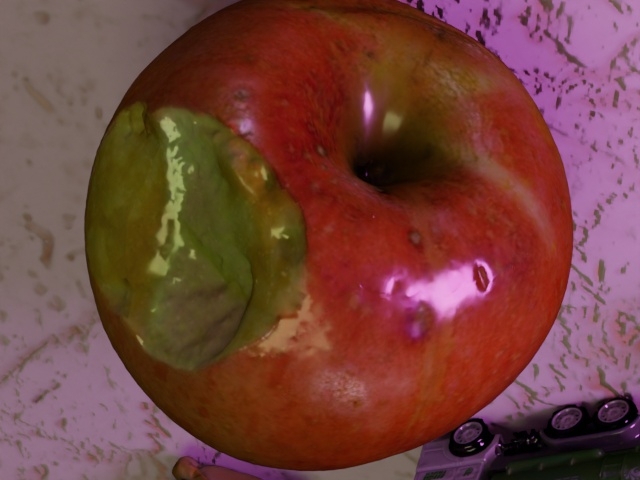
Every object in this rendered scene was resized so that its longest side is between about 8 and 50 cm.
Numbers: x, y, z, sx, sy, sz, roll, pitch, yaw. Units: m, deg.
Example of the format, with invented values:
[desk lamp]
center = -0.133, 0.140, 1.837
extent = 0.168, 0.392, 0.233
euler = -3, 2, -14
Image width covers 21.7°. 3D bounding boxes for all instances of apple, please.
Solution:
[apple]
center = 0.000, 0.000, 1.160
extent = 0.339, 0.340, 0.340
euler = 10, 129, 12

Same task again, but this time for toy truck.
[toy truck]
center = 0.194, 0.214, 1.390
extent = 0.242, 0.125, 0.101
euler = -12, 122, 28

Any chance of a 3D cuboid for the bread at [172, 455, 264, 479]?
[bread]
center = -0.103, 0.297, 1.587
extent = 0.134, 0.081, 0.225
euler = 25, 131, 1
